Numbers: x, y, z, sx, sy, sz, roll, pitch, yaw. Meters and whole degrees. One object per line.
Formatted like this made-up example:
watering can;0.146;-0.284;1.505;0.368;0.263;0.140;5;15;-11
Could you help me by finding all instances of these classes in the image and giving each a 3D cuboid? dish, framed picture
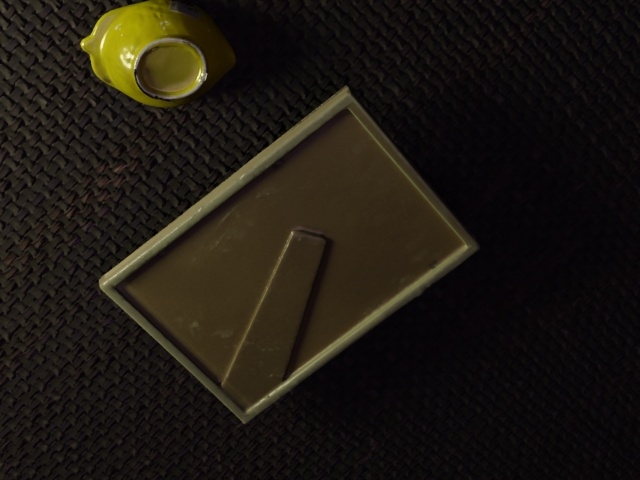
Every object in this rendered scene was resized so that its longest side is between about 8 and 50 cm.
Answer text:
dish;-0.205;-0.235;1.796;0.207;0.080;0.149;1;116;-16
framed picture;-0.039;0.033;1.944;0.446;0.028;0.326;-37;118;10
